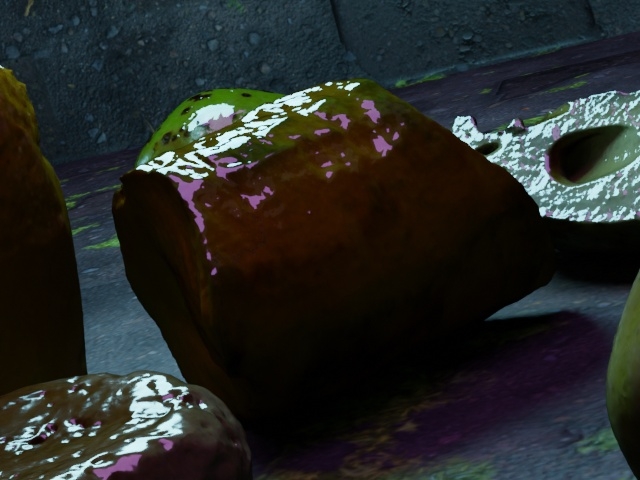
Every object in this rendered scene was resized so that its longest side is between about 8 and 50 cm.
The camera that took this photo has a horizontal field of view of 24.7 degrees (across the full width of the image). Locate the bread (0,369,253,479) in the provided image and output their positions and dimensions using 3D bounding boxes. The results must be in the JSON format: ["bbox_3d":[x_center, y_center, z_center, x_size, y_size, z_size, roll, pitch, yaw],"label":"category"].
[{"bbox_3d":[-0.153,0.167,0.882,0.230,0.123,0.230,-10,16,3],"label":"bread"}]

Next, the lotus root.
[{"bbox_3d":[0.275,-0.045,1.333,0.210,0.142,0.314,23,-19,-37],"label":"lotus root"}]

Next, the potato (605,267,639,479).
[{"bbox_3d":[0.223,0.101,0.735,0.202,0.182,0.117,27,79,47],"label":"potato"}]

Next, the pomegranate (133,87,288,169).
[{"bbox_3d":[-0.106,-0.050,1.620,0.231,0.231,0.286,-22,-4,-29],"label":"pomegranate"}]

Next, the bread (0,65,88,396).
[{"bbox_3d":[-0.343,0.045,1.103,0.250,0.394,0.361,18,29,41],"label":"bread"}]

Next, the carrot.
[{"bbox_3d":[0.000,0.000,1.174,0.341,0.241,0.241,-25,16,-33],"label":"carrot"}]
